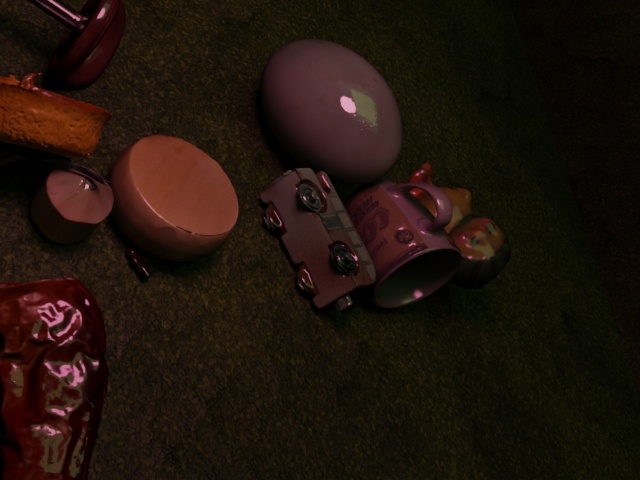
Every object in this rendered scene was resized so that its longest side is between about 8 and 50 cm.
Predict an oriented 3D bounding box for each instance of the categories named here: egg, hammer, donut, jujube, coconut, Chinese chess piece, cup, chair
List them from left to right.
[{"bbox_3d":[-0.514,-0.442,1.448,0.401,0.227,0.226,33,42,-28],"label":"chair"},{"bbox_3d":[-0.466,-0.207,1.325,0.254,0.254,0.118,6,97,-46],"label":"donut"},{"bbox_3d":[-0.385,0.215,1.107,0.216,0.216,0.341,10,60,-44],"label":"jujube"},{"bbox_3d":[-0.407,-0.065,1.361,0.116,0.122,0.116,28,45,-32],"label":"coconut"},{"bbox_3d":[-0.282,0.025,1.521,0.178,0.021,0.065,-22,80,-56],"label":"hammer"},{"bbox_3d":[-0.272,-0.077,1.527,0.251,0.097,0.250,30,37,-26],"label":"Chinese chess piece"},{"bbox_3d":[0.025,-0.293,1.882,0.389,0.276,0.276,51,34,18],"label":"egg"},{"bbox_3d":[0.178,-0.032,1.858,0.228,0.301,0.257,-9,57,-35],"label":"cup"}]

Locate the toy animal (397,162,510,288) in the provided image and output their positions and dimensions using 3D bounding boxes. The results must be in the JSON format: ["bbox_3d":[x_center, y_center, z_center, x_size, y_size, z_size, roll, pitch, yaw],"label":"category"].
[{"bbox_3d":[0.314,-0.017,2.055,0.216,0.191,0.338,-36,64,-27],"label":"toy animal"}]

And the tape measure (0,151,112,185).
[{"bbox_3d":[-0.496,-0.078,1.263,0.331,0.084,0.163,15,56,-22],"label":"tape measure"}]

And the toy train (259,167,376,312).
[{"bbox_3d":[0.000,0.000,1.766,0.159,0.129,0.326,-11,70,-57],"label":"toy train"}]
